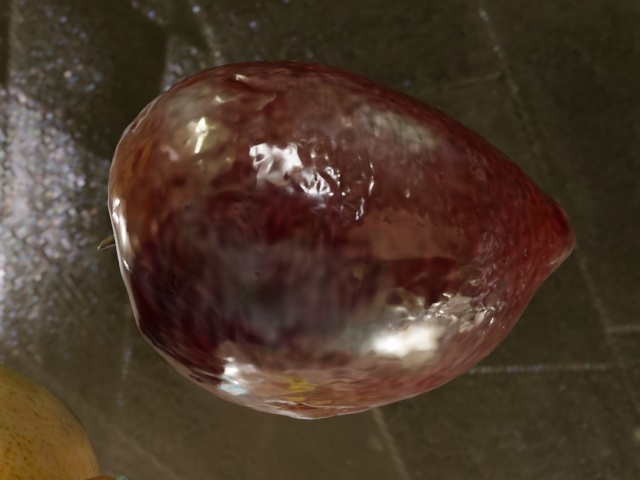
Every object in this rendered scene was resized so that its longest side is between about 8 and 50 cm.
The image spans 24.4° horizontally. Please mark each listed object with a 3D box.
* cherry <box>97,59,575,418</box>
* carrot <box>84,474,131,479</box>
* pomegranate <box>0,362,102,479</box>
[{"bbox_3d":[0.000,0.000,0.886,0.300,0.203,0.230,3,148,10],"label":"cherry"},{"bbox_3d":[-0.150,0.174,0.821,0.035,0.142,0.035,19,131,24],"label":"carrot"},{"bbox_3d":[-0.281,0.229,1.040,0.319,0.319,0.319,24,133,29],"label":"pomegranate"}]
